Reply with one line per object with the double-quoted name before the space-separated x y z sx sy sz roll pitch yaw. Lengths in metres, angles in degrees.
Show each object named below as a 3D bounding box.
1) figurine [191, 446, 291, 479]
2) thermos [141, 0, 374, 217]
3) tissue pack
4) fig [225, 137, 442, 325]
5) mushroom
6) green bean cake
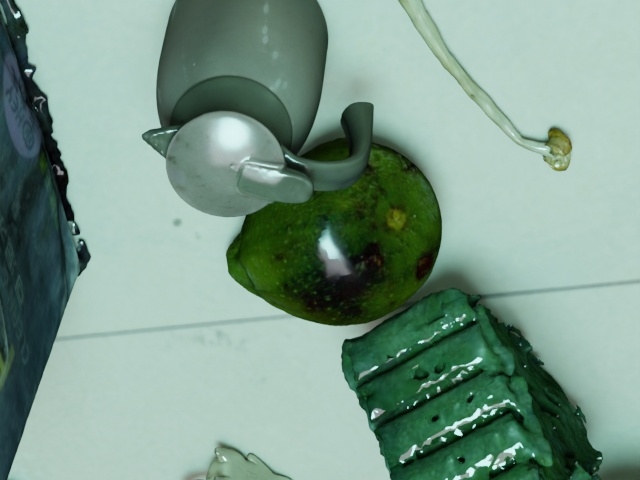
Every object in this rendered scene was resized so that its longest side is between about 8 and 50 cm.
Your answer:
"figurine" -0.061 0.194 1.132 0.083 0.047 0.050 31 132 -23
"thermos" -0.033 -0.080 0.880 0.137 0.193 0.105 18 118 -9
"tissue pack" -0.242 0.013 0.845 0.122 0.361 0.259 -8 119 7
"fig" 0.000 0.000 0.989 0.123 0.123 0.156 48 149 -22
"mushroom" 0.067 -0.141 0.942 0.028 0.026 0.286 -44 109 6
"green bean cake" 0.124 0.147 0.986 0.107 0.193 0.208 -36 140 11
